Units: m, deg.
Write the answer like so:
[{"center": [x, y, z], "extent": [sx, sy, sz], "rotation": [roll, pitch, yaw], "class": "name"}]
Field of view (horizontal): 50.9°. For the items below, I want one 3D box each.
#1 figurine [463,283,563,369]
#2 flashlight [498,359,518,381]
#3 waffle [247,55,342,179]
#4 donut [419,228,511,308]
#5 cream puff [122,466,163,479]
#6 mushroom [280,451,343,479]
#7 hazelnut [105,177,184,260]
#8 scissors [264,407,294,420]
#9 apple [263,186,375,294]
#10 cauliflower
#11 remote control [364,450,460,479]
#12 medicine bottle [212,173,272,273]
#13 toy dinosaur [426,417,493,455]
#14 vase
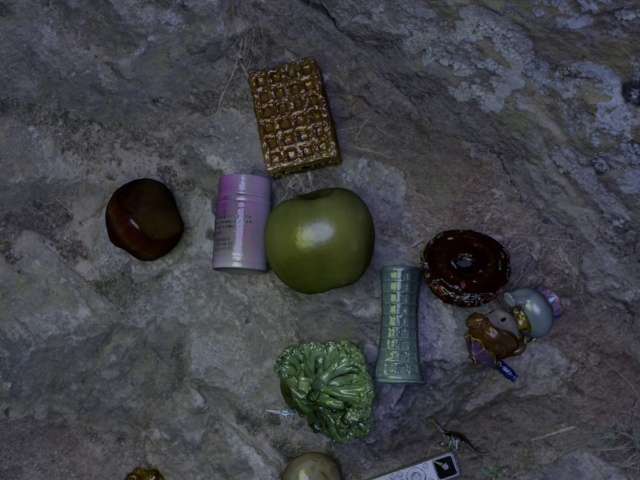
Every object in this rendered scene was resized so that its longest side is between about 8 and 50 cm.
[{"center": [0.472, 0.215, 1.682], "extent": [0.263, 0.142, 0.189], "rotation": [-29, 115, -16], "class": "figurine"}, {"center": [0.457, 0.317, 1.735], "extent": [0.121, 0.035, 0.057], "rotation": [42, 87, 12], "class": "flashlight"}, {"center": [-0.074, -0.345, 1.891], "extent": [0.213, 0.091, 0.308], "rotation": [-12, 79, 5], "class": "waffle"}, {"center": [0.369, 0.077, 1.727], "extent": [0.235, 0.089, 0.235], "rotation": [-2, 51, 2], "class": "donut"}, {"center": [-0.470, 0.653, 1.764], "extent": [0.094, 0.122, 0.116], "rotation": [33, 125, 19], "class": "cream puff"}, {"center": [-0.020, 0.619, 1.702], "extent": [0.166, 0.127, 0.166], "rotation": [2, 84, -16], "class": "mushroom"}, {"center": [-0.493, -0.058, 1.849], "extent": [0.230, 0.229, 0.229], "rotation": [-1, 80, 7], "class": "hazelnut"}, {"center": [-0.110, 0.460, 1.798], "extent": [0.083, 0.006, 0.036], "rotation": [6, 83, 8], "class": "scissors"}, {"center": [0.000, 0.000, 1.725], "extent": [0.292, 0.292, 0.254], "rotation": [-15, 99, 4], "class": "apple"}, {"center": [0.001, 0.379, 1.672], "extent": [0.275, 0.250, 0.272], "rotation": [-22, 74, 36], "class": "cauliflower"}, {"center": [0.227, 0.610, 1.717], "extent": [0.261, 0.029, 0.067], "rotation": [-20, 78, 3], "class": "remote control"}, {"center": [-0.211, -0.042, 1.825], "extent": [0.152, 0.152, 0.253], "rotation": [2, 80, 8], "class": "medicine bottle"}, {"center": [0.345, 0.518, 1.715], "extent": [0.180, 0.037, 0.058], "rotation": [27, 89, 12], "class": "toy dinosaur"}, {"center": [0.206, 0.218, 1.737], "extent": [0.143, 0.143, 0.298], "rotation": [1, 78, 7], "class": "vase"}]
